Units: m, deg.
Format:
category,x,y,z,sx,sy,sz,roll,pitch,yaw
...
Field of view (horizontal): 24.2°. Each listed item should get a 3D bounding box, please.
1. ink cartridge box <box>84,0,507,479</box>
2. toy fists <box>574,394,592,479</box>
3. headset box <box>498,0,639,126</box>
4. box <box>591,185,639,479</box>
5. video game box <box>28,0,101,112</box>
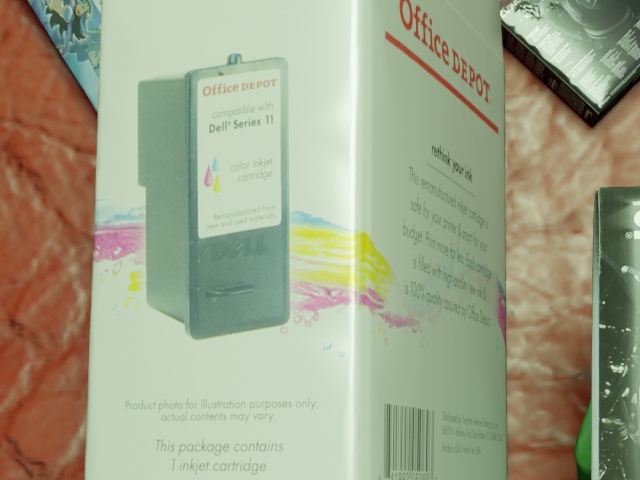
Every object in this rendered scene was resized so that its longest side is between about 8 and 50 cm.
category,x,y,z,sx,sy,sz,roll,pitch,yaw
ink cartridge box,0.000,0.000,0.642,0.119,0.207,0.353,-3,80,21
toy fists,0.148,0.129,0.652,0.096,0.142,0.279,14,81,6
headset box,0.128,-0.109,0.748,0.083,0.032,0.062,44,86,10
box,0.216,0.071,0.546,0.231,0.056,0.183,0,77,14
video game box,-0.090,-0.193,0.707,0.205,0.048,0.187,-41,75,40
